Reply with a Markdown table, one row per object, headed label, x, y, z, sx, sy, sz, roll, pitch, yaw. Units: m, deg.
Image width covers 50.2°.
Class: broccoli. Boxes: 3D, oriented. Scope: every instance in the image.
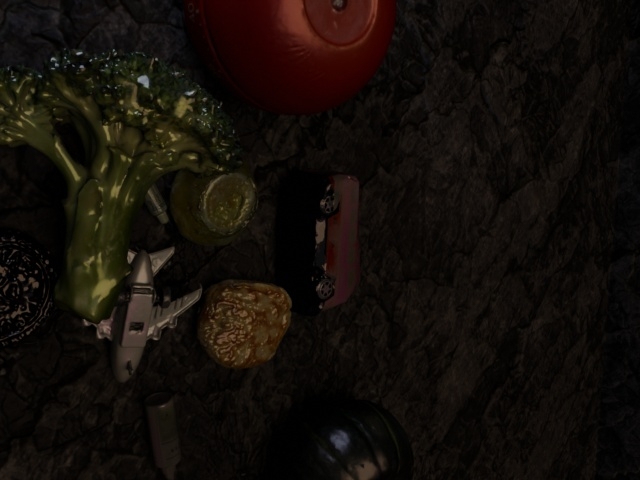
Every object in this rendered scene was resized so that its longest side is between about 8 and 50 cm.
| label | x | y | z | sx | sy | sz | roll | pitch | yaw |
| --- | --- | --- | --- | --- | --- | --- | --- | --- | --- |
| broccoli | -0.285 | -0.094 | 1.056 | 0.275 | 0.353 | 0.397 | -45 | 120 | -79 |

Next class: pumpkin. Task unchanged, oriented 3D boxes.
| label | x | y | z | sx | sy | sz | roll | pitch | yaw |
| --- | --- | --- | --- | --- | --- | --- | --- | --- | --- |
| pumpkin | 0.056 | 0.509 | 1.529 | 0.323 | 0.241 | 0.323 | -23 | 131 | -30 |

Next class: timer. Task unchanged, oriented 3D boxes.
| label | x | y | z | sx | sy | sz | roll | pitch | yaw |
| --- | --- | --- | --- | --- | --- | --- | --- | --- | --- |
| timer | -0.044 | -0.408 | 1.186 | 0.377 | 0.279 | 0.378 | -11 | 109 | -36 |

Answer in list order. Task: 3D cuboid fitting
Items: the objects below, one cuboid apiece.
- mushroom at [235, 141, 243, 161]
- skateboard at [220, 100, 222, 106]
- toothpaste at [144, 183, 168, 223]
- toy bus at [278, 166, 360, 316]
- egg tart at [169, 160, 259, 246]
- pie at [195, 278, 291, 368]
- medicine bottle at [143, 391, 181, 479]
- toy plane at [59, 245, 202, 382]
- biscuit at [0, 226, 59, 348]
| label | x | y | z | sx | sy | sz | roll | pitch | yaw |
| --- | --- | --- | --- | --- | --- | --- | --- | --- | --- |
| mushroom | -0.195 | -0.169 | 1.226 | 0.123 | 0.123 | 0.052 | -24 | 154 | -35 |
| skateboard | -0.212 | -0.238 | 1.208 | 0.063 | 0.083 | 0.032 | 20 | 88 | -41 |
| toothpaste | -0.314 | -0.113 | 1.188 | 0.048 | 0.029 | 0.197 | -40 | 120 | -29 |
| toy bus | 0.000 | 0.000 | 1.426 | 0.147 | 0.127 | 0.303 | -12 | 108 | -42 |
| egg tart | -0.188 | -0.072 | 1.278 | 0.197 | 0.078 | 0.197 | -13 | 110 | -37 |
| pie | -0.153 | 0.163 | 1.362 | 0.205 | 0.084 | 0.179 | 8 | 94 | -40 |
| medicine bottle | -0.298 | 0.391 | 1.310 | 0.057 | 0.057 | 0.199 | -16 | 111 | -38 |
| toy plane | -0.328 | 0.130 | 1.189 | 0.251 | 0.101 | 0.255 | 6 | 97 | -30 |
| biscuit | -0.499 | 0.073 | 1.055 | 0.194 | 0.053 | 0.195 | -11 | 108 | -39 |
